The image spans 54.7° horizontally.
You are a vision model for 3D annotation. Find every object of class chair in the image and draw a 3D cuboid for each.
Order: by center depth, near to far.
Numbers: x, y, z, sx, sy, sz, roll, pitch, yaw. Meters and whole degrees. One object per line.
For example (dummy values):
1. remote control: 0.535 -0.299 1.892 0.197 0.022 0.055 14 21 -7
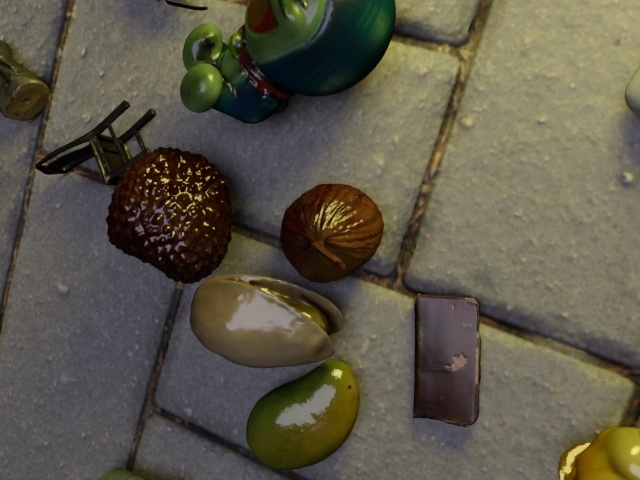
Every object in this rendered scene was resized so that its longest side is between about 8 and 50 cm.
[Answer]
1. chair: -0.346 -0.120 0.982 0.212 0.084 0.102 -30 80 18

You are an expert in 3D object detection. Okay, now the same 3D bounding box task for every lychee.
1. lychee: -0.210 -0.041 0.897 0.188 0.188 0.188 1 93 19

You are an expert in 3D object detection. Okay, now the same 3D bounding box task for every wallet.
1. wallet: 0.173 0.163 0.851 0.095 0.026 0.176 0 92 24

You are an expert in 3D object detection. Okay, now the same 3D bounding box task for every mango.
1. mango: -0.022 0.259 0.890 0.191 0.085 0.122 -31 80 19

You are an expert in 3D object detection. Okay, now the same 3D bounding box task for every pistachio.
1. pistachio: -0.082 0.116 0.880 0.223 0.126 0.152 12 133 10

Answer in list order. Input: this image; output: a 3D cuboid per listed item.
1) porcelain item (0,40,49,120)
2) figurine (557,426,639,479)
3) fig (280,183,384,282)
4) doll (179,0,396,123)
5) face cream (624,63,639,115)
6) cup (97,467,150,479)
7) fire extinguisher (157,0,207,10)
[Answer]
1. porcelain item: -0.556 -0.302 1.056 0.216 0.069 0.081 46 110 16
2. figurine: 0.413 0.270 0.733 0.246 0.131 0.156 -16 128 4
3. fig: 0.000 0.000 0.812 0.133 0.201 0.146 40 111 3
4. doll: -0.032 -0.273 0.818 0.321 0.186 0.199 -25 53 35
5. face cream: 0.479 -0.257 0.699 0.143 0.071 0.291 29 103 12
6. cup: -0.291 0.428 0.983 0.141 0.120 0.120 15 98 31
7. fire extinguisher: -0.235 -0.452 0.937 0.099 0.071 0.231 -18 87 -9
